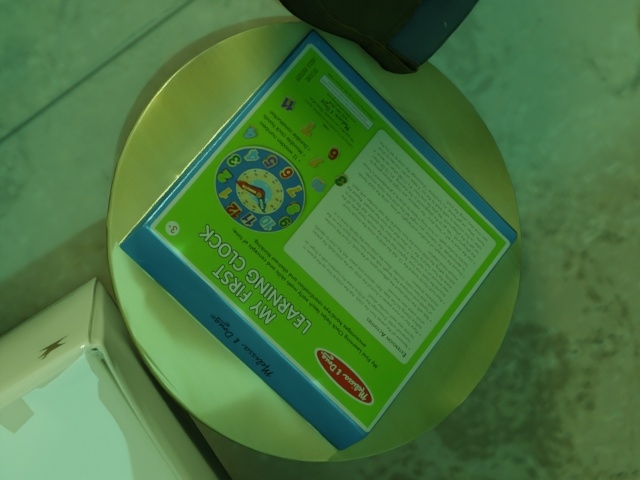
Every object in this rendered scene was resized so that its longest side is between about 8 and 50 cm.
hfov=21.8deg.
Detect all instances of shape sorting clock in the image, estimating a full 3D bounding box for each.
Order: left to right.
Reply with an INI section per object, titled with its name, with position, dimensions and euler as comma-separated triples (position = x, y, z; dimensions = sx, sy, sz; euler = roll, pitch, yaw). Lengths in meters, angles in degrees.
[shape sorting clock]
position = 0.000, 0.000, 0.777
dimensions = 0.206, 0.040, 0.206
euler = 4, 80, -24

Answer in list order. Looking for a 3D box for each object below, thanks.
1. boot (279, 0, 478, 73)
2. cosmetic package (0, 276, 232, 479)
[boot]
position = 0.053, -0.183, 0.764
dimensions = 0.106, 0.082, 0.219
euler = 39, 83, -33
[cosmetic package]
position = -0.087, 0.226, 0.776
dimensions = 0.197, 0.155, 0.365
euler = -30, 101, 0
